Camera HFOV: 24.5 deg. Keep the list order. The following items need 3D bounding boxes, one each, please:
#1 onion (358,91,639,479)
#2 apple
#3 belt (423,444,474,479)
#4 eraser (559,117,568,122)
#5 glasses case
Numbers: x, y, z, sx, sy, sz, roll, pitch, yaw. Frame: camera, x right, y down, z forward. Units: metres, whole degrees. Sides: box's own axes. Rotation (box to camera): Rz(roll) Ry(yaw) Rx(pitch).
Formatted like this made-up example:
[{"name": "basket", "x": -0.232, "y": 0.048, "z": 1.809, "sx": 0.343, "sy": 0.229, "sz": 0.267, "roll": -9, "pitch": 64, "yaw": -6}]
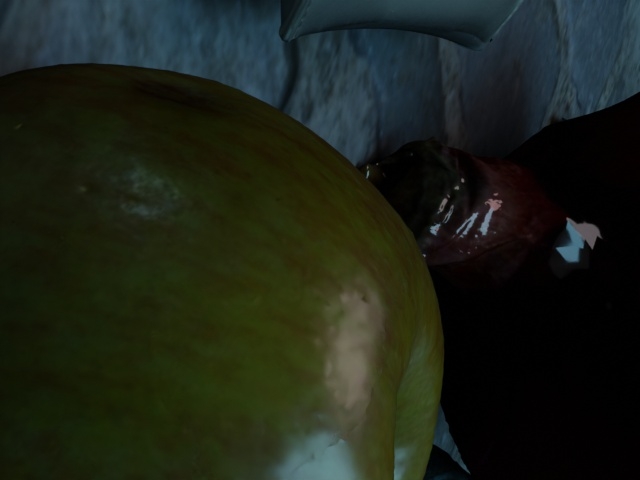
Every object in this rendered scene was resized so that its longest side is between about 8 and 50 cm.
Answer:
[{"name": "onion", "x": 0.203, "y": 0.024, "z": 1.056, "sx": 0.420, "sy": 0.398, "sz": 0.398, "roll": 33, "pitch": 74, "yaw": -20}, {"name": "apple", "x": -0.068, "y": 0.064, "z": 0.565, "sx": 0.264, "sy": 0.264, "sz": 0.264, "roll": -45, "pitch": 146, "yaw": -42}, {"name": "belt", "x": 0.054, "y": 0.217, "z": 1.132, "sx": 0.147, "sy": 0.082, "sz": 0.163, "roll": -34, "pitch": 142, "yaw": -37}, {"name": "eraser", "x": 0.225, "y": 0.039, "z": 1.344, "sx": 0.130, "sy": 0.086, "sz": 0.287, "roll": 2, "pitch": 107, "yaw": -63}, {"name": "glasses case", "x": 0.047, "y": -0.174, "z": 0.816, "sx": 0.308, "sy": 0.083, "sz": 0.128, "roll": -10, "pitch": 124, "yaw": -63}]
